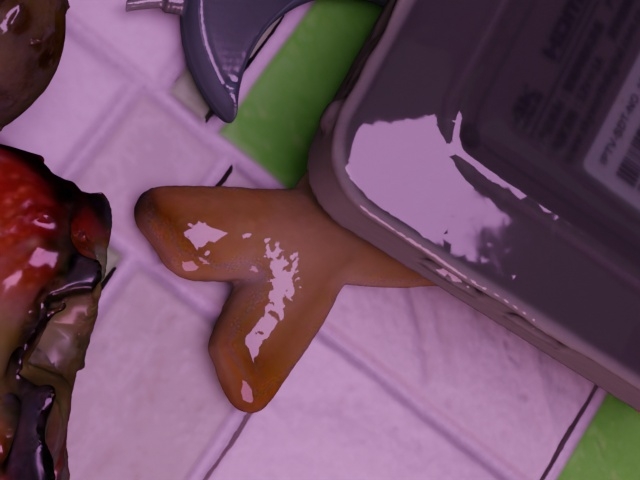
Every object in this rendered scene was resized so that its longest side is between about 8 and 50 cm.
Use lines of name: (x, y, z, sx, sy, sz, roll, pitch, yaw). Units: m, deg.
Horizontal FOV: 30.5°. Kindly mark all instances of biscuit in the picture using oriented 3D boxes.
biscuit: (0.000, -0.001, 0.777, 0.207, 0.047, 0.164, -29, 100, -21)

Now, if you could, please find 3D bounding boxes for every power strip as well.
power strip: (-0.021, -0.163, 0.774, 0.216, 0.044, 0.137, -22, 96, -22)

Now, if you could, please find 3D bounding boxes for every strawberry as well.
strawberry: (-0.267, 0.055, 0.640, 0.306, 0.138, 0.234, 4, 66, 2)

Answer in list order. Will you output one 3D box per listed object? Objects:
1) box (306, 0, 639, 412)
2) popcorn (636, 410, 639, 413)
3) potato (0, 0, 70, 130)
box: (0.216, -0.097, 0.789, 0.373, 0.090, 0.367, 31, 74, -15)
popcorn: (0.268, 0.090, 0.885, 0.084, 0.084, 0.084, 1, 88, -22)
potato: (-0.239, -0.154, 0.596, 0.165, 0.165, 0.262, -57, 143, -14)
